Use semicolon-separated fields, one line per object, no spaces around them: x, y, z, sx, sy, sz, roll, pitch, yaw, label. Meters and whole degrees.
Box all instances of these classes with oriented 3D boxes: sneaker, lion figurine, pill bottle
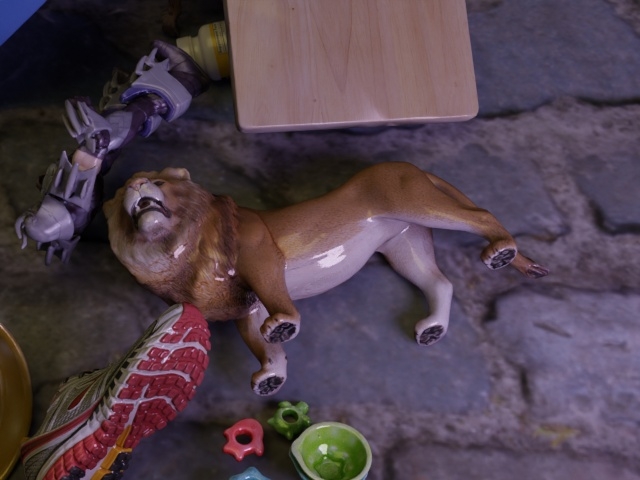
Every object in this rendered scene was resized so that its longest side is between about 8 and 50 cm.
-0.191;0.138;1.055;0.225;0.088;0.093;-47;55;3;sneaker
0.000;0.000;1.146;0.392;0.142;0.240;-11;47;-17;lion figurine
-0.100;-0.216;1.324;0.116;0.065;0.065;-12;56;-1;pill bottle

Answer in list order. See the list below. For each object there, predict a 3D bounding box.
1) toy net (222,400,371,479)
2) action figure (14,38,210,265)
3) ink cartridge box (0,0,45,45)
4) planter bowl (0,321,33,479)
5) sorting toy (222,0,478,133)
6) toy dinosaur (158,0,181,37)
-0.071;0.212;1.011;0.232;0.045;0.122;-26;58;-32;toy net
-0.230;-0.090;1.206;0.099;0.185;0.285;38;48;-8;action figure
-0.406;-0.333;1.293;0.395;0.151;0.270;-32;49;31;ink cartridge box
-0.380;0.149;1.071;0.217;0.217;0.090;-48;30;-23;planter bowl
0.020;-0.240;1.260;0.255;0.089;0.257;-4;82;-14;sorting toy
-0.130;-0.370;1.342;0.127;0.295;0.200;4;50;46;toy dinosaur
